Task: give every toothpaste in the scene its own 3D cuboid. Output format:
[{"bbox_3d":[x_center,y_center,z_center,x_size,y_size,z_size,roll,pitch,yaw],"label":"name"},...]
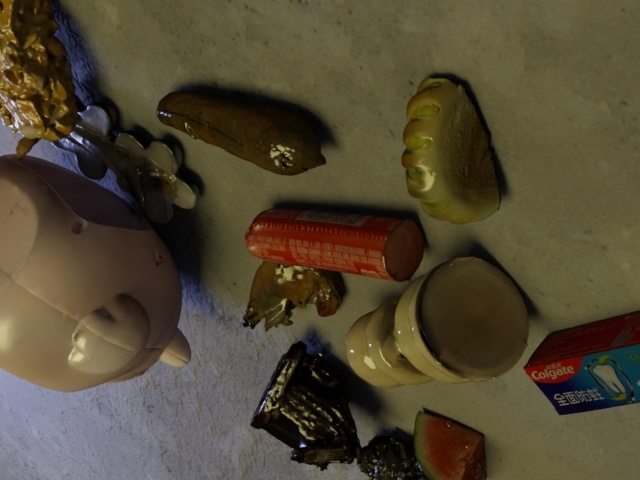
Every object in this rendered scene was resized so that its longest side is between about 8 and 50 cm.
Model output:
[{"bbox_3d":[0.343,0.113,1.192,0.076,0.066,0.320,51,147,-11],"label":"toothpaste"}]

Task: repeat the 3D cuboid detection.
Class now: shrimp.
[{"bbox_3d":[-0.051,0.096,1.598,0.117,0.066,0.262,40,149,6],"label":"shrimp"}]

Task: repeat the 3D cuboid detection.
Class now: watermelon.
[{"bbox_3d":[0.174,0.277,1.565,0.094,0.125,0.135,-43,72,28],"label":"watermelon"}]

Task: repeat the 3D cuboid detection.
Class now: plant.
[{"bbox_3d":[0.121,0.321,1.654,0.085,0.087,0.174,22,179,-45],"label":"plant"}]

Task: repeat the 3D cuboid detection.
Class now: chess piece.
[{"bbox_3d":[0.115,0.109,1.386,0.143,0.143,0.261,49,154,-8],"label":"chess piece"}]

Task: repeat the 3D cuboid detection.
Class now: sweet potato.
[{"bbox_3d":[-0.108,-0.135,1.396,0.273,0.075,0.075,20,140,36],"label":"sweet potato"}]

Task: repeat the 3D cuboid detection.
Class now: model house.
[{"bbox_3d":[-0.010,0.249,1.686,0.164,0.141,0.203,30,165,0],"label":"model house"}]

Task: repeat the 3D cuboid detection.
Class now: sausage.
[{"bbox_3d":[0.000,0.000,1.425,0.274,0.074,0.074,7,132,43],"label":"sausage"}]

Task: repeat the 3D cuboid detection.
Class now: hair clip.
[{"bbox_3d":[-0.275,-0.111,1.608,0.257,0.075,0.146,36,145,24],"label":"hair clip"}]

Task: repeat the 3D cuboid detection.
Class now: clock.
[{"bbox_3d":[-0.349,0.047,1.652,0.368,0.250,0.377,35,-178,32],"label":"clock"}]

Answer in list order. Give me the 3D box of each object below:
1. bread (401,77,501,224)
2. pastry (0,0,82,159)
[{"bbox_3d":[0.123,-0.076,1.195,0.083,0.094,0.157,2,137,41],"label":"bread"},{"bbox_3d":[-0.394,-0.237,1.531,0.154,0.102,0.250,11,123,35],"label":"pastry"}]
